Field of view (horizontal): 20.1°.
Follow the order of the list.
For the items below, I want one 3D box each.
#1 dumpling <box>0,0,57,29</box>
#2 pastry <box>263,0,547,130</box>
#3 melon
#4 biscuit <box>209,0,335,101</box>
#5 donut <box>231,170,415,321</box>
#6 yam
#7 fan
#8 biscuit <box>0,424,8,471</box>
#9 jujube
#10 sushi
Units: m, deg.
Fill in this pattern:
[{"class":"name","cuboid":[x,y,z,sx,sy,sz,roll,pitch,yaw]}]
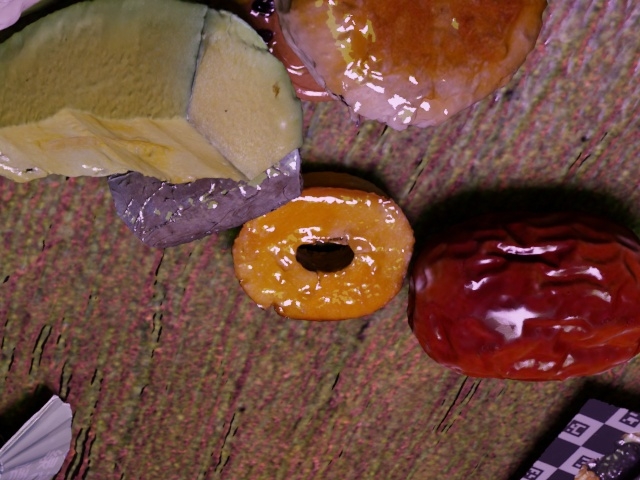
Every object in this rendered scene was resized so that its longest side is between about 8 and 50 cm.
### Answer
[{"class":"dumpling","cuboid":[-0.321,-0.249,1.458,0.395,0.233,0.315,-8,164,-18]},{"class":"pastry","cuboid":[0.076,-0.222,1.515,0.235,0.121,0.257,34,84,-28]},{"class":"melon","cuboid":[-0.190,-0.120,1.572,0.323,0.124,0.196,-1,145,29]},{"class":"biscuit","cuboid":[-0.018,-0.202,1.606,0.295,0.044,0.186,-1,132,-7]},{"class":"donut","cuboid":[0.000,0.000,1.765,0.178,0.065,0.162,14,123,-17]},{"class":"yam","cuboid":[-0.094,-0.060,1.672,0.183,0.107,0.107,-19,130,15]},{"class":"fan","cuboid":[-0.328,0.253,1.918,0.240,0.009,0.131,-54,152,18]},{"class":"biscuit","cuboid":[-0.421,0.234,1.909,0.194,0.053,0.195,-4,130,-5]},{"class":"jujube","cuboid":[0.210,0.054,1.770,0.250,0.174,0.174,4,129,-6]},{"class":"sushi","cuboid":[0.327,0.249,2.026,0.192,0.050,0.215,19,130,-18]}]
